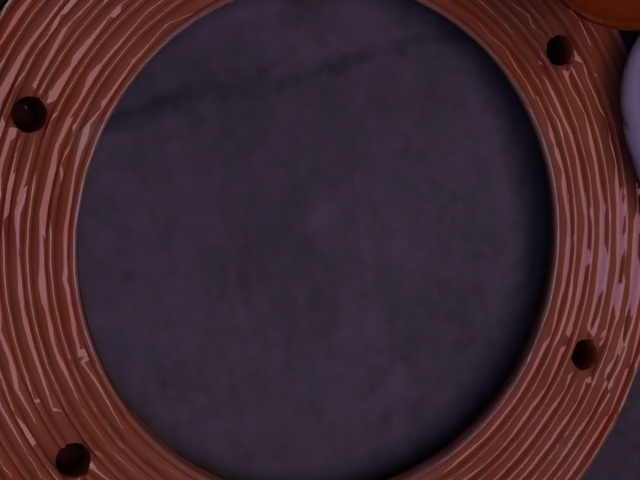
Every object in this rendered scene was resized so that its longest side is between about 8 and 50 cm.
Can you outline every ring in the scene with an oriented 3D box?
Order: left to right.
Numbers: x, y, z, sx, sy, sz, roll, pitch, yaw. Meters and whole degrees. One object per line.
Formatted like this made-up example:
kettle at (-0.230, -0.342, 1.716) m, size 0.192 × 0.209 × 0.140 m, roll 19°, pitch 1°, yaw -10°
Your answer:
ring at (0.000, 0.000, 0.697) m, size 0.337 × 0.032 × 0.336 m, roll -2°, pitch 96°, yaw -23°

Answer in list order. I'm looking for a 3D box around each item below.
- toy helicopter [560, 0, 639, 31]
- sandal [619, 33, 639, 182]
toy helicopter at (0.128, -0.272, 0.645) m, size 0.235 × 0.140 × 0.355 m, roll -35°, pitch 91°, yaw 24°
sandal at (0.216, 0.014, 0.748) m, size 0.102 × 0.076 × 0.265 m, roll -43°, pitch 118°, yaw -25°
